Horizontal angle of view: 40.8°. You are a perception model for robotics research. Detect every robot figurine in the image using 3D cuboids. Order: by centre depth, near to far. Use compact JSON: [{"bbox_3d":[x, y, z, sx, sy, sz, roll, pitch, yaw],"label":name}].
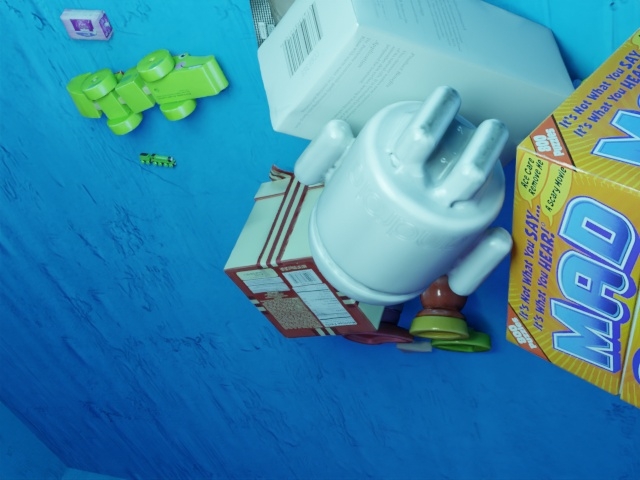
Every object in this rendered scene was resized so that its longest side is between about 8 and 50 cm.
[{"bbox_3d":[0.105,-0.043,1.137,0.300,0.200,0.353,37,142,3],"label":"robot figurine"}]

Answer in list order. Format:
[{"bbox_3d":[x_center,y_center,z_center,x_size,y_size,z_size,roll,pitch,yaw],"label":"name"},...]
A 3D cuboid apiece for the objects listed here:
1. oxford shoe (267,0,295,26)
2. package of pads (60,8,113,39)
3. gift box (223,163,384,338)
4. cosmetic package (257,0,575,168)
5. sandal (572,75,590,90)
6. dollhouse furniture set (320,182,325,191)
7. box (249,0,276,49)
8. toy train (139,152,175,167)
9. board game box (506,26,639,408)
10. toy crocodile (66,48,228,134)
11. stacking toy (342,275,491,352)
[{"bbox_3d":[-0.048,-0.387,1.132,0.129,0.133,0.364,7,133,19],"label":"oxford shoe"},{"bbox_3d":[-0.414,-0.382,1.523,0.083,0.032,0.050,7,143,20],"label":"package of pads"},{"bbox_3d":[0.000,0.000,1.602,0.255,0.258,0.276,-5,135,32],"label":"gift box"},{"bbox_3d":[0.137,-0.226,1.189,0.384,0.156,0.217,11,143,-33],"label":"cosmetic package"},{"bbox_3d":[0.384,-0.131,1.364,0.138,0.126,0.317,9,134,23],"label":"sandal"},{"bbox_3d":[-0.012,-0.164,1.463,0.161,0.182,0.101,40,141,-24],"label":"dollhouse furniture set"},{"bbox_3d":[-0.001,-0.379,1.256,0.216,0.060,0.270,9,133,19],"label":"box"},{"bbox_3d":[-0.336,-0.166,1.772,0.083,0.017,0.024,8,131,19],"label":"toy train"},{"bbox_3d":[0.494,-0.015,1.125,0.356,0.356,0.356,26,143,32],"label":"board game box"},{"bbox_3d":[-0.319,-0.279,1.561,0.340,0.105,0.115,-8,134,29],"label":"toy crocodile"},{"bbox_3d":[0.218,0.158,1.864,0.308,0.131,0.279,-6,162,37],"label":"stacking toy"}]
